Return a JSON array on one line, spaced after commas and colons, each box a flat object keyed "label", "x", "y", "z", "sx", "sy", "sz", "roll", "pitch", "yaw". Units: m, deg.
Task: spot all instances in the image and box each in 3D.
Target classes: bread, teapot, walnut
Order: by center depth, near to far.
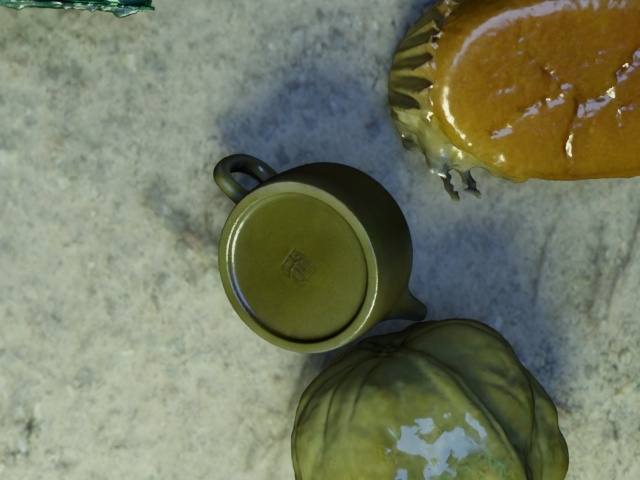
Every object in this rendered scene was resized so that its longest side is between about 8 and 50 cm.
[{"label": "walnut", "x": 0.113, "y": 0.223, "z": 1.189, "sx": 0.253, "sy": 0.282, "sz": 0.277, "roll": -10, "pitch": 116, "yaw": 30}, {"label": "teapot", "x": 0.000, "y": 0.000, "z": 1.198, "sx": 0.267, "sy": 0.175, "sz": 0.185, "roll": 43, "pitch": 115, "yaw": 9}, {"label": "bread", "x": 0.269, "y": -0.179, "z": 1.216, "sx": 0.388, "sy": 0.183, "sz": 0.236, "roll": -9, "pitch": 100, "yaw": -10}]

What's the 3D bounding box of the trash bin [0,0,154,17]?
[{"label": "trash bin", "x": -0.262, "y": -0.405, "z": 1.057, "sx": 0.295, "sy": 0.259, "sz": 0.381, "roll": 2, "pitch": 99, "yaw": -7}]
